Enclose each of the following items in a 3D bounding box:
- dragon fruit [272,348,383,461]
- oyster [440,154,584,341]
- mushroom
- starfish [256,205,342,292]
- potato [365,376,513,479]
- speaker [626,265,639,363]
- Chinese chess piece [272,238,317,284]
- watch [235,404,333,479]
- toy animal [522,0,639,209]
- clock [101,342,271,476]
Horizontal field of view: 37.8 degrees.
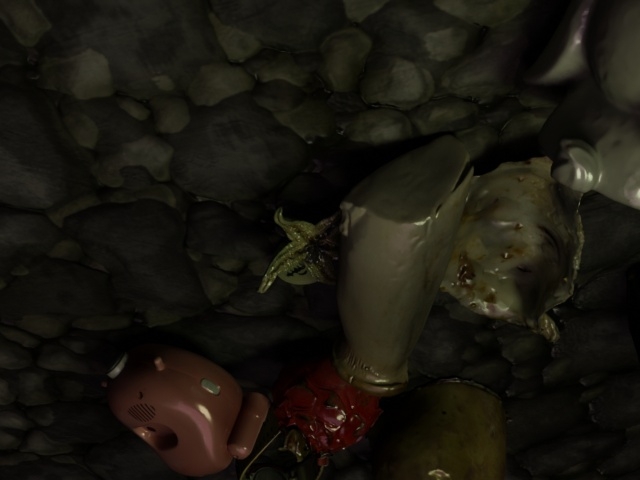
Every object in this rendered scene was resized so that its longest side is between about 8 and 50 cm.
[{"bbox_3d":[0.008,0.259,1.511,0.209,0.172,0.172,-21,162,-49],"label":"dragon fruit"},{"bbox_3d":[0.258,0.017,1.317,0.204,0.111,0.396,9,142,13],"label":"oyster"},{"bbox_3d":[0.092,0.051,1.262,0.154,0.137,0.408,-30,143,-40],"label":"mushroom"},{"bbox_3d":[-0.001,-0.002,1.265,0.216,0.050,0.223,-38,146,10],"label":"starfish"},{"bbox_3d":[0.216,0.423,1.667,0.288,0.237,0.301,17,136,-23],"label":"potato"},{"bbox_3d":[0.595,0.125,1.404,0.230,0.153,0.193,-12,138,11],"label":"speaker"},{"bbox_3d":[-0.027,0.030,1.345,0.084,0.034,0.084,-1,140,-1],"label":"Chinese chess piece"},{"bbox_3d":[-0.065,0.405,1.756,0.164,0.102,0.268,12,129,-28],"label":"watch"},{"bbox_3d":[0.350,-0.182,0.982,0.205,0.272,0.265,-10,133,-32],"label":"toy animal"},{"bbox_3d":[-0.241,0.268,1.499,0.241,0.142,0.227,40,142,-21],"label":"clock"}]
